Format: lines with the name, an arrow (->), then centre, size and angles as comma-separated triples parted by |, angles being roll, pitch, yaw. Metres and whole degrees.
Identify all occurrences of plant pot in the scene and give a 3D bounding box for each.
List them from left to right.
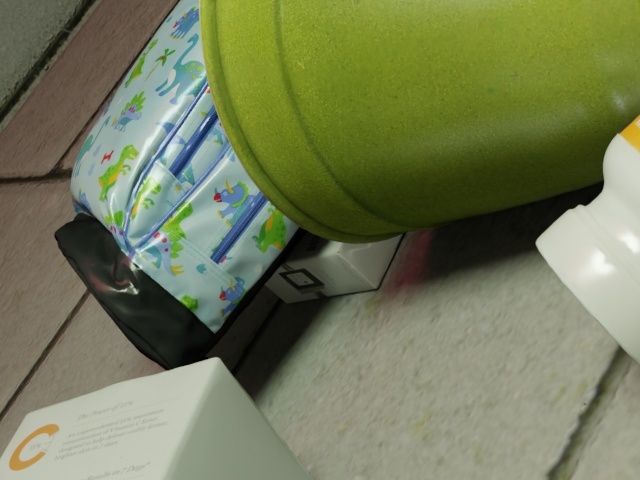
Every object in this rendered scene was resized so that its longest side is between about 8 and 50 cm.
plant pot -> 0.157, -0.180, 1.046 | 0.353, 0.366, 0.366 | 0, 52, 43

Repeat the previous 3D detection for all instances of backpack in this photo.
backpack -> -0.097, -0.085, 1.274 | 0.355, 0.273, 0.290 | -39, 18, -7

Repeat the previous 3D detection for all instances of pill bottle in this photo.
pill bottle -> 0.279, -0.045, 0.826 | 0.278, 0.162, 0.162 | -43, 26, 10

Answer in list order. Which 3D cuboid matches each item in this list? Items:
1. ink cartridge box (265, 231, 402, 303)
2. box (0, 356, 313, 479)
ink cartridge box -> 0.000, 0.000, 1.320 | 0.180, 0.060, 0.104 | -12, 44, 51
box -> -0.165, 0.280, 0.982 | 0.215, 0.168, 0.345 | -18, 30, 30
